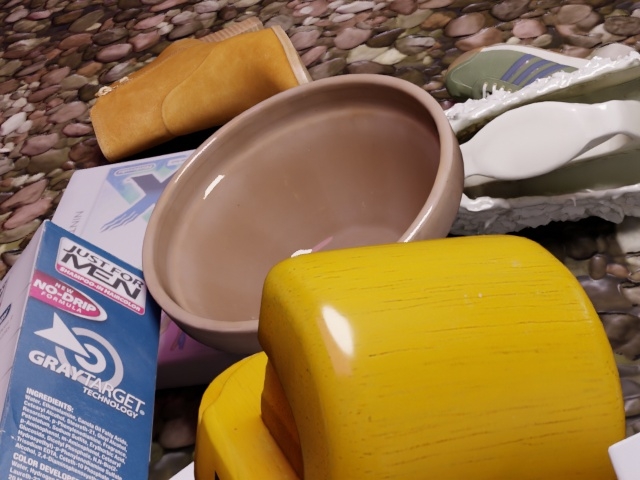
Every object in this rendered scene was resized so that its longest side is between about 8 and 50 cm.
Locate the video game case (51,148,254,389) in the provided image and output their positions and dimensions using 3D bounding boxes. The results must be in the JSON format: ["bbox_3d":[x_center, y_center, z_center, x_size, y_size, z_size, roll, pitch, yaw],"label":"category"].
[{"bbox_3d":[-0.105,0.010,0.971,0.329,0.036,0.300,-8,38,14],"label":"video game case"}]

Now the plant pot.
[{"bbox_3d":[0.000,0.000,0.796,0.237,0.110,0.237,-17,42,16],"label":"plant pot"}]

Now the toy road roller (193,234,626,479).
[{"bbox_3d":[0.057,0.145,0.466,0.202,0.241,0.329,-7,31,-25],"label":"toy road roller"}]

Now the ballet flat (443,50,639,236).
[{"bbox_3d":[0.249,-0.081,0.830,0.408,0.147,0.147,-15,36,15],"label":"ballet flat"}]

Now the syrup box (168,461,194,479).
[{"bbox_3d":[0.021,0.143,0.690,0.237,0.096,0.093,-35,38,-18],"label":"syrup box"}]

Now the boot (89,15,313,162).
[{"bbox_3d":[-0.121,-0.132,1.109,0.211,0.104,0.295,-30,26,-5],"label":"boot"}]

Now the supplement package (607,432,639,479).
[{"bbox_3d":[0.261,0.164,0.355,0.199,0.198,0.263,-34,51,28],"label":"supplement package"}]

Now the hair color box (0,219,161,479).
[{"bbox_3d":[-0.190,0.165,0.690,0.174,0.105,0.347,-47,28,27],"label":"hair color box"}]

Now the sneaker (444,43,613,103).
[{"bbox_3d":[0.185,-0.124,0.986,0.192,0.064,0.086,11,41,31],"label":"sneaker"}]
